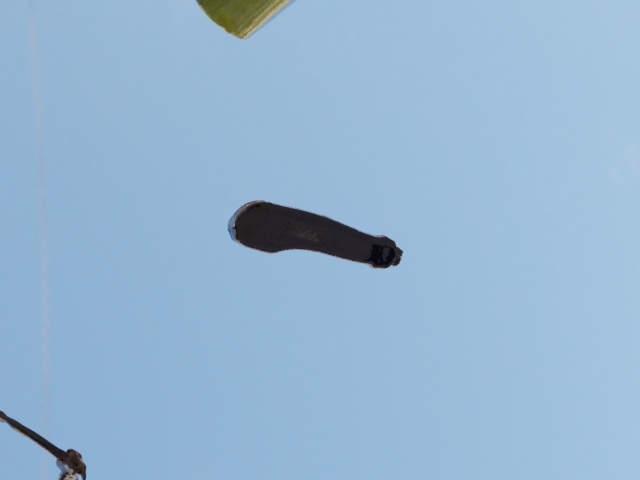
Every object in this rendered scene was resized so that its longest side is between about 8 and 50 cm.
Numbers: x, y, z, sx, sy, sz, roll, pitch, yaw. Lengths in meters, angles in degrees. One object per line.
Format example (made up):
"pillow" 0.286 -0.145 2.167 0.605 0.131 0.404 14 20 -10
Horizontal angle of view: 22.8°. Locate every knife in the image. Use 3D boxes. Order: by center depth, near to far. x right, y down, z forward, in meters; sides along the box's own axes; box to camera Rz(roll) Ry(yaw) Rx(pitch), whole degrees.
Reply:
"knife" 0.000 0.000 0.963 0.121 0.018 0.031 15 -86 -25

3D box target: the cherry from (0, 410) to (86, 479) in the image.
"cherry" -0.223 0.071 0.884 0.225 0.107 0.090 48 -146 8

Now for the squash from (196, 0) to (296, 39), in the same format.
"squash" 0.035 -0.193 0.797 0.083 0.250 0.083 37 -143 -35
